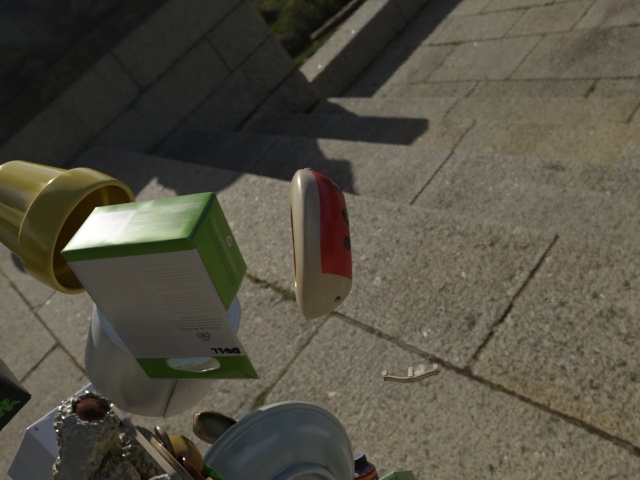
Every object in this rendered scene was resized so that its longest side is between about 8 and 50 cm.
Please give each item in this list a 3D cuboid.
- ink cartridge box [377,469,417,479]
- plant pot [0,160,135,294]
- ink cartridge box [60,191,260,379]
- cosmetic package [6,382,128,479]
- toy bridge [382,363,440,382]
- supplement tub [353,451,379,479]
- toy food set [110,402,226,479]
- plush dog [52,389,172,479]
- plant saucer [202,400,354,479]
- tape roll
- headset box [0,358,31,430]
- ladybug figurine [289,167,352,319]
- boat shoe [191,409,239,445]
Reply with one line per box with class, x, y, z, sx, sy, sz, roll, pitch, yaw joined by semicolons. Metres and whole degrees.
ink cartridge box;0.198;0.663;1.601;0.109;0.209;0.062;-35;61;12
plant pot;-0.553;-0.050;1.242;0.239;0.254;0.254;24;62;14
ink cartridge box;-0.194;0.074;0.819;0.188;0.255;0.097;-5;38;18
cosmetic package;-0.653;0.524;1.566;0.225;0.138;0.224;-56;-10;33
toy bridge;0.293;0.433;1.942;0.188;0.026;0.063;-10;17;13
supplement tub;0.137;0.759;1.856;0.106;0.198;0.106;-19;-5;-2
toy food set;-0.120;0.230;0.590;0.132;0.192;0.038;26;58;40
plush dog;-0.299;0.362;0.915;0.211;0.262;0.225;-51;-5;4
plant saucer;-0.068;0.510;1.133;0.100;0.400;0.400;14;60;52
tape roll;-0.279;0.161;1.063;0.246;0.246;0.169;-86;18;-48
headset box;-0.618;0.250;0.881;0.131;0.246;0.283;27;69;37
ladybug figurine;0.000;0.000;1.734;0.161;0.305;0.450;-3;77;-4
boat shoe;-0.286;0.666;2.031;0.120;0.324;0.123;111;-179;-59
